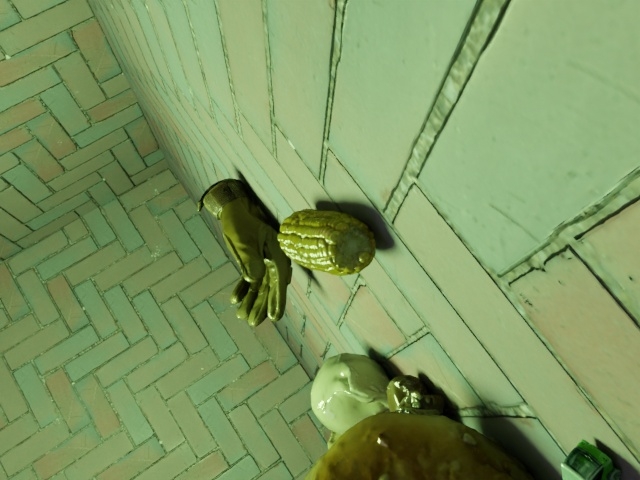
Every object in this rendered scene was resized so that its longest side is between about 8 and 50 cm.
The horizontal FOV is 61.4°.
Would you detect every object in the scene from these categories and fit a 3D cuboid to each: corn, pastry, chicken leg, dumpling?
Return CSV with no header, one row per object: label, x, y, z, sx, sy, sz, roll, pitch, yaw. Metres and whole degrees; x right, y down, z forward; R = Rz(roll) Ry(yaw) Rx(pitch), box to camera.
corn,0.000,0.000,0.679,0.080,0.080,0.238,60,168,-12
pastry,0.132,0.354,0.617,0.316,0.284,0.184,43,-179,26
chicken leg,0.161,0.282,0.768,0.196,0.080,0.125,57,155,-4
dumpling,0.080,0.289,0.979,0.193,0.147,0.258,26,159,-1

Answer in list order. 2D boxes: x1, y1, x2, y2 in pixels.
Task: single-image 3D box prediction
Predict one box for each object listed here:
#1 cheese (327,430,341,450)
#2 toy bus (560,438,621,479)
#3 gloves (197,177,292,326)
cheese,0.131,0.541,1.293,0.384,0.104,0.384,48,178,2
toy bus,0.218,0.199,0.432,0.031,0.037,0.083,36,155,58
gloves,-0.142,0.019,1.130,0.331,0.141,0.154,63,144,20
